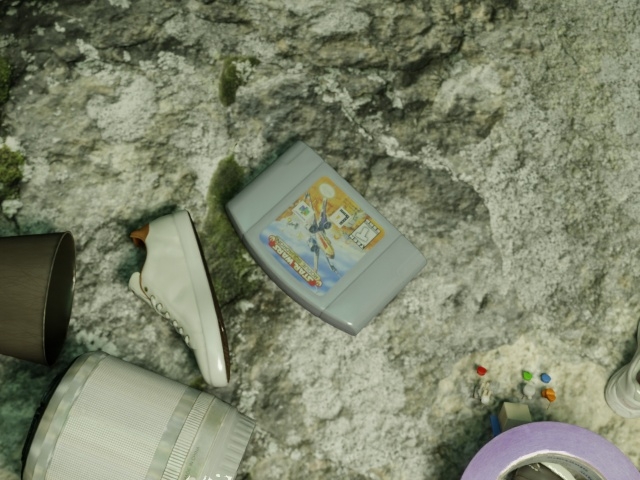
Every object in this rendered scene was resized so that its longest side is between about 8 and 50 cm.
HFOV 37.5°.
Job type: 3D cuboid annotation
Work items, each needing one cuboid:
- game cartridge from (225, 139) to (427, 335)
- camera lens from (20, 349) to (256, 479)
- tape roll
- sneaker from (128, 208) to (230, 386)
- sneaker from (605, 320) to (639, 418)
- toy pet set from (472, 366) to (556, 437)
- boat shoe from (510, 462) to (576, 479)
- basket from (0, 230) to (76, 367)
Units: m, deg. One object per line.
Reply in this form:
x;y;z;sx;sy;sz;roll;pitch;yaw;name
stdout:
0.000;0.000;1.507;0.297;0.062;0.198;43;68;9;game cartridge
-0.250;0.290;1.289;0.274;0.219;0.219;21;70;1;camera lens
0.321;0.397;1.316;0.274;0.090;0.275;-2;70;5;tape roll
-0.218;0.100;1.429;0.123;0.106;0.290;-18;65;-5;sneaker
0.540;0.173;1.473;0.090;0.115;0.232;31;71;4;sneaker
0.299;0.263;1.458;0.122;0.065;0.114;8;36;-6;toy pet set
0.388;0.407;1.399;0.227;0.081;0.069;36;74;14;boat shoe
-0.492;0.074;1.378;0.226;0.154;0.204;5;70;-1;basket
